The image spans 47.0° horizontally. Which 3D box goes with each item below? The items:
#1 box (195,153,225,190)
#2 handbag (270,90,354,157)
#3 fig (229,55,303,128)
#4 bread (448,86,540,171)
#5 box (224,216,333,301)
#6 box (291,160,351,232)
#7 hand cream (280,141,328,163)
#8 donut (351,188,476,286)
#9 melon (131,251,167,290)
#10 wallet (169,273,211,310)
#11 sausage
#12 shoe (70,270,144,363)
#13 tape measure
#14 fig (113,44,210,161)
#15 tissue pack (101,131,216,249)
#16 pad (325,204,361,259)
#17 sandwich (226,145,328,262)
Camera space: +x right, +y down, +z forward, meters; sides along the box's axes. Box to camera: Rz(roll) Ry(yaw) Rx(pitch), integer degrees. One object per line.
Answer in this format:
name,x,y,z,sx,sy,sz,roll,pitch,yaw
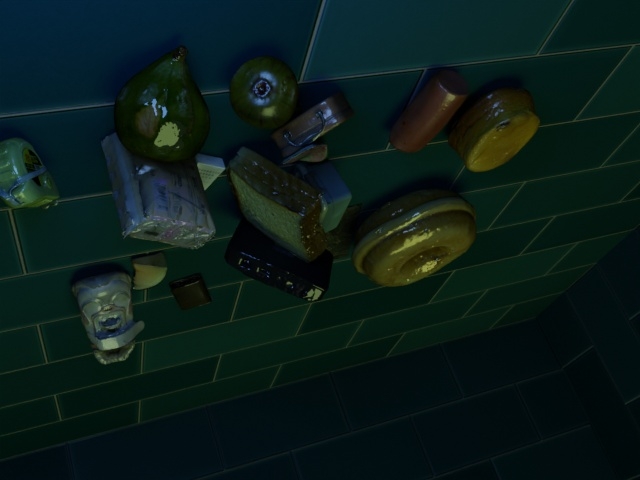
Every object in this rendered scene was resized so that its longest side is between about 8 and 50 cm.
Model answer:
box,-0.318,-0.155,1.844,0.084,0.040,0.154,6,143,-46
handbag,-0.020,-0.273,1.734,0.193,0.072,0.151,-28,-172,15
fig,-0.114,-0.313,1.630,0.151,0.151,0.259,-23,177,5
bread,0.477,-0.310,2.033,0.195,0.142,0.269,-1,146,-32
box,-0.109,0.044,2.036,0.290,0.289,0.073,24,112,-5
box,-0.017,-0.109,2.042,0.130,0.162,0.227,-22,158,-26
hand cream,-0.029,-0.213,1.798,0.079,0.050,0.275,-55,175,13
donut,0.310,-0.009,2.440,0.449,0.198,0.449,-18,155,-9
melon,-0.513,0.101,2.196,0.098,0.054,0.182,-7,153,-17
wallet,-0.427,0.174,2.429,0.110,0.031,0.198,-18,155,-6
sausage,0.272,-0.321,1.895,0.114,0.113,0.259,-3,149,-34
shoe,-0.622,0.230,2.192,0.172,0.198,0.351,-16,156,-14
tape measure,-0.622,-0.134,1.519,0.087,0.154,0.177,-18,-175,1
fig,-0.311,-0.276,1.484,0.195,0.195,0.244,5,109,-44
tissue pack,-0.354,-0.121,1.630,0.123,0.256,0.215,-34,151,31
pad,0.000,0.000,2.443,0.248,0.007,0.367,-15,154,-14
sandwich,-0.110,-0.090,1.894,0.099,0.271,0.301,-47,161,-16
